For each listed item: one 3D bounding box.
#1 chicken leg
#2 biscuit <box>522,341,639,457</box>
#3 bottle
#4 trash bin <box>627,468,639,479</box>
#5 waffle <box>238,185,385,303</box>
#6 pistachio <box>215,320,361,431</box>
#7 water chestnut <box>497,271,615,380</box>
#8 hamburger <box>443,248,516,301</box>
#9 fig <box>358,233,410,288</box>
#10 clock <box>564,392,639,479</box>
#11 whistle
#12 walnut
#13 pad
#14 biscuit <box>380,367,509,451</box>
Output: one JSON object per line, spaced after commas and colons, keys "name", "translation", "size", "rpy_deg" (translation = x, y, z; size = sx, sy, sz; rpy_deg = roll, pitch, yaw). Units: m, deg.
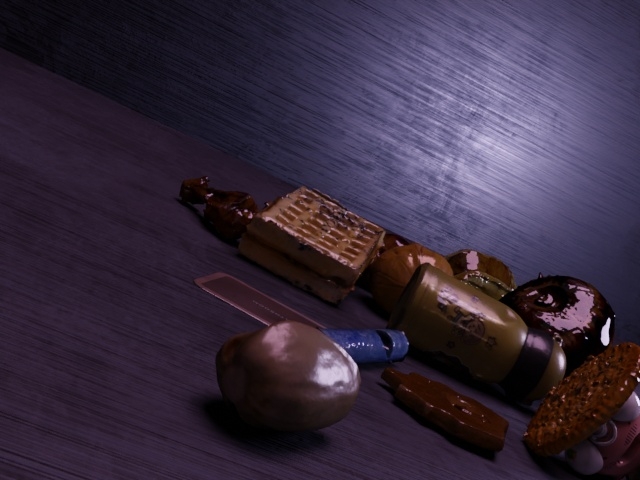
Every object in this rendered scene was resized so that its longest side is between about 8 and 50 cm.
{"name": "chicken leg", "translation": [-0.232, -0.085, 1.920], "size": [0.093, 0.113, 0.304], "rpy_deg": [48, -9, -38]}
{"name": "biscuit", "translation": [0.434, 0.258, 1.390], "size": [0.035, 0.254, 0.254], "rpy_deg": [47, 9, 1]}
{"name": "bottle", "translation": [0.319, 0.196, 1.669], "size": [0.351, 0.171, 0.171], "rpy_deg": [28, 8, 2]}
{"name": "trash bin", "translation": [0.671, 0.439, 1.443], "size": [0.247, 0.121, 0.243], "rpy_deg": [32, 9, 10]}
{"name": "waffle", "translation": [0.000, -0.001, 1.880], "size": [0.261, 0.114, 0.376], "rpy_deg": [27, 18, 8]}
{"name": "pistachio", "translation": [-0.034, 0.156, 0.965], "size": [0.129, 0.131, 0.206], "rpy_deg": [42, 12, 34]}
{"name": "water chestnut", "translation": [0.513, 0.230, 1.874], "size": [0.300, 0.300, 0.300], "rpy_deg": [26, 8, -4]}
{"name": "hamburger", "translation": [0.387, 0.132, 2.138], "size": [0.309, 0.211, 0.132], "rpy_deg": [24, 13, -27]}
{"name": "fig", "translation": [0.179, 0.058, 2.121], "size": [0.148, 0.149, 0.202], "rpy_deg": [48, 25, 22]}
{"name": "clock", "translation": [0.498, 0.331, 1.420], "size": [0.162, 0.166, 0.093], "rpy_deg": [27, 8, -48]}
{"name": "whistle", "translation": [0.062, 0.175, 1.379], "size": [0.062, 0.062, 0.304], "rpy_deg": [31, 9, 28]}
{"name": "walnut", "translation": [0.208, 0.093, 1.915], "size": [0.193, 0.193, 0.225], "rpy_deg": [27, 9, 2]}
{"name": "pad", "translation": [-0.083, 0.123, 1.444], "size": [0.266, 0.002, 0.176], "rpy_deg": [28, 9, 9]}
{"name": "biscuit", "translation": [0.191, 0.263, 1.322], "size": [0.215, 0.034, 0.182], "rpy_deg": [26, 7, 14]}
